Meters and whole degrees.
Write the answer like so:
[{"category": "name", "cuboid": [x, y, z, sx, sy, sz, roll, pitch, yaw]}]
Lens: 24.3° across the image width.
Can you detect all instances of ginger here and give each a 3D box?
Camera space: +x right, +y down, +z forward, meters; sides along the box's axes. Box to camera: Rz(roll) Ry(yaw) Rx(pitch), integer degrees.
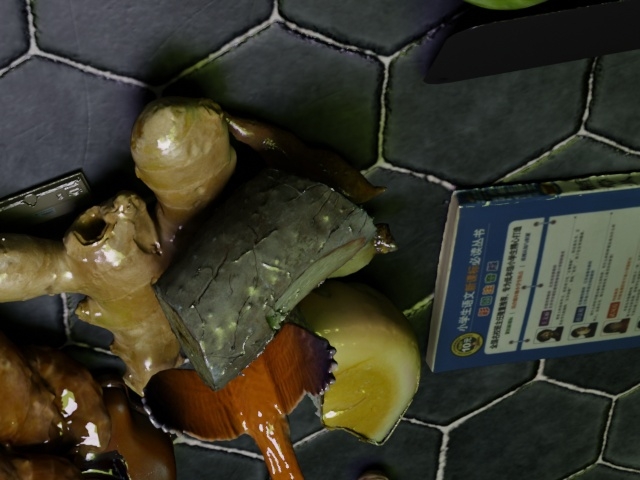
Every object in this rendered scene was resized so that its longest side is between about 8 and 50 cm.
[{"category": "ginger", "cuboid": [-0.201, 0.009, 1.696, 0.363, 0.122, 0.348, -41, 140, 6]}, {"category": "ginger", "cuboid": [-0.380, 0.254, 1.703, 0.274, 0.357, 0.152, 24, 146, -33]}]

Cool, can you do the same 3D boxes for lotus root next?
[{"category": "lotus root", "cuboid": [0.000, -0.001, 1.764, 0.183, 0.077, 0.090, -3, 139, -11]}]

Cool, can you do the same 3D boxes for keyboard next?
[{"category": "keyboard", "cuboid": [-0.320, -0.038, 1.674, 0.129, 0.015, 0.049, -21, 139, 1]}]

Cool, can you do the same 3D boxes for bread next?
[{"category": "bread", "cuboid": [0.041, 0.138, 1.865, 0.156, 0.158, 0.260, -19, 134, -15]}]

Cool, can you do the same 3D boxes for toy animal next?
[{"category": "toy animal", "cuboid": [-0.049, 0.226, 1.790, 0.225, 0.302, 0.284, -21, 107, 5]}]

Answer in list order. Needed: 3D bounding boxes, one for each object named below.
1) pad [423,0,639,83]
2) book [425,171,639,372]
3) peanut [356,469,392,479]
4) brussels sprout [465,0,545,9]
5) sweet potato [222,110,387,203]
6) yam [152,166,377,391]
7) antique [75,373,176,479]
[{"category": "pad", "cuboid": [0.300, -0.254, 1.565, 0.375, 0.063, 0.315, -11, 174, -7]}, {"category": "book", "cuboid": [0.357, 0.038, 1.939, 0.428, 0.039, 0.300, -5, 132, -13]}, {"category": "peanut", "cuboid": [0.094, 0.390, 2.153, 0.080, 0.080, 0.174, -24, 132, 5]}, {"category": "brussels sprout", "cuboid": [0.186, -0.344, 1.433, 0.244, 0.244, 0.244, -9, 133, -10]}, {"category": "sweet potato", "cuboid": [-0.031, -0.086, 1.691, 0.226, 0.068, 0.068, 26, 120, -24]}, {"category": "yam", "cuboid": [-0.070, 0.027, 1.628, 0.254, 0.154, 0.154, -43, 134, -11]}, {"category": "antique", "cuboid": [-0.296, 0.301, 1.911, 0.224, 0.129, 0.278, -1, 129, -13]}]
